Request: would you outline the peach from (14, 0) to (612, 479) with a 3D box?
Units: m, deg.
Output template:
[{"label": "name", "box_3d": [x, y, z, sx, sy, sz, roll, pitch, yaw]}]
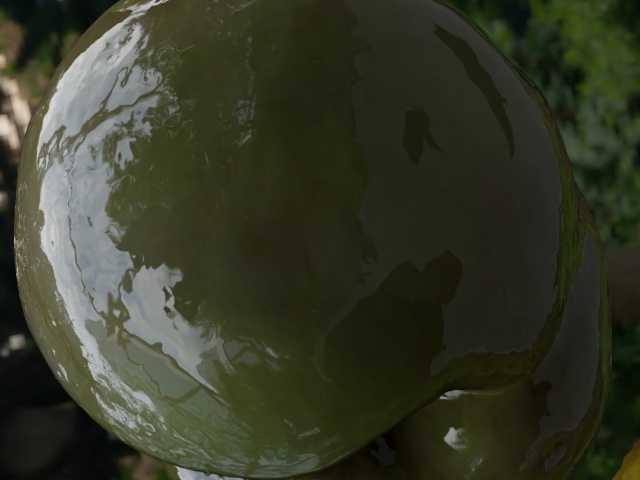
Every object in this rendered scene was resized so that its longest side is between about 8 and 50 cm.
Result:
[{"label": "peach", "box_3d": [0.000, 0.001, 0.815, 0.292, 0.247, 0.292, 42, -155, -25]}]

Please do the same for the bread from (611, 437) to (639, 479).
[{"label": "bread", "box_3d": [0.224, 0.185, 0.512, 0.215, 0.398, 0.398, -60, -37, -38]}]
